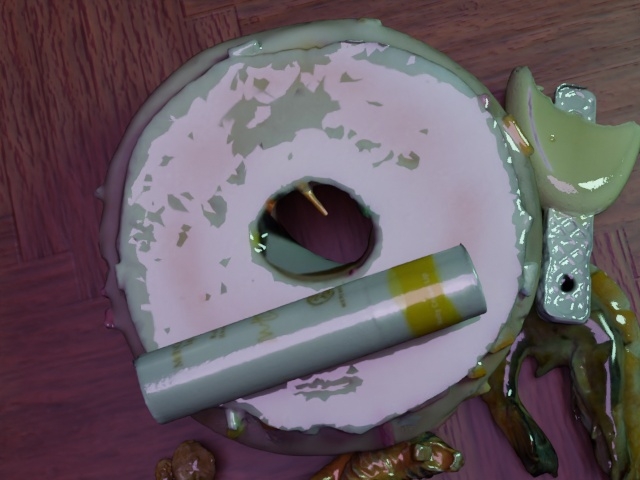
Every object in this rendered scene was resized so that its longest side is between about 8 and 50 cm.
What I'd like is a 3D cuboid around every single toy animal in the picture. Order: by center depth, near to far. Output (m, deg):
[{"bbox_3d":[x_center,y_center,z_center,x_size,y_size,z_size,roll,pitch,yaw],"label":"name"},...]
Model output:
[{"bbox_3d":[0.025,0.279,0.870,0.114,0.116,0.255,20,100,39],"label":"toy animal"}]

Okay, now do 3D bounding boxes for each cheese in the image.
[{"bbox_3d":[0.217,-0.039,0.900,0.127,0.050,0.235,11,68,-2],"label":"cheese"}]

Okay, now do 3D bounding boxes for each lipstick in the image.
[{"bbox_3d":[-0.008,0.072,0.770,0.264,0.059,0.059,-19,80,2],"label":"lipstick"}]

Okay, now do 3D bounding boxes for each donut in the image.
[{"bbox_3d":[0.000,0.000,0.880,0.383,0.142,0.382,-1,81,5],"label":"donut"}]

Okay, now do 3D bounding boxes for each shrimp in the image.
[{"bbox_3d":[0.213,0.139,0.886,0.145,0.059,0.254,-5,80,6],"label":"shrimp"}]

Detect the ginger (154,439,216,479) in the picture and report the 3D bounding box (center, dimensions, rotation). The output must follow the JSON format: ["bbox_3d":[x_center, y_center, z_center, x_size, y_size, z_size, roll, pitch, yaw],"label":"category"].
[{"bbox_3d":[-0.094,0.291,0.890,0.176,0.052,0.193,25,87,6],"label":"ginger"}]
